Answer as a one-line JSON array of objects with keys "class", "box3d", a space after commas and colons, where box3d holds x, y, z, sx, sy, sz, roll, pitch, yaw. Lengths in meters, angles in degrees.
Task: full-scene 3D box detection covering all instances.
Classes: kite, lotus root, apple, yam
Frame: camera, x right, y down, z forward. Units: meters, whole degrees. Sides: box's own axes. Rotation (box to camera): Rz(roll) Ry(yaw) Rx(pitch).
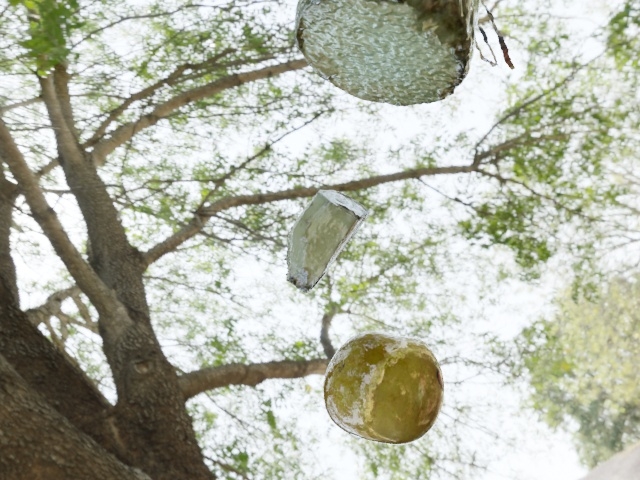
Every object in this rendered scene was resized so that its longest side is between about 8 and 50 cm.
[{"class": "kite", "box3d": [0.198, -0.342, 0.785, 0.141, 0.015, 0.245, -19, -98, -44]}, {"class": "lotus root", "box3d": [-0.003, -0.002, 0.754, 0.144, 0.070, 0.143, -54, -5, 4]}, {"class": "apple", "box3d": [0.094, 0.214, 0.843, 0.182, 0.182, 0.155, 17, -103, -52]}, {"class": "yam", "box3d": [0.052, -0.194, 0.350, 0.107, 0.107, 0.194, 32, -115, -51]}]
